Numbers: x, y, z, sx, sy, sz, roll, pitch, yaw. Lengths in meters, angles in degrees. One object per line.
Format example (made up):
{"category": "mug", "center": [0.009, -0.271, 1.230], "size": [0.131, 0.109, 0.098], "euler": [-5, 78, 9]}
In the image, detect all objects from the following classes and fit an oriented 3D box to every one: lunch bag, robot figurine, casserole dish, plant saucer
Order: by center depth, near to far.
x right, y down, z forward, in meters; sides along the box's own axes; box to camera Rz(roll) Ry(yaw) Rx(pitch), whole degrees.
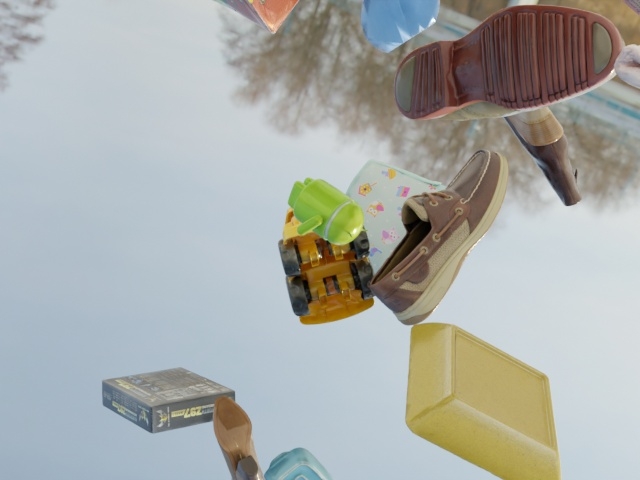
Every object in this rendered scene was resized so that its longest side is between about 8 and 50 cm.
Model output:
{"category": "robot figurine", "center": [0.010, -0.039, 1.328], "size": [0.115, 0.067, 0.101], "euler": [35, -150, 22]}
{"category": "plant saucer", "center": [0.328, 0.303, 1.875], "size": [0.332, 0.081, 0.333], "euler": [28, -151, -8]}
{"category": "casserole dish", "center": [-0.035, 0.499, 1.976], "size": [0.188, 0.114, 0.037], "euler": [53, 176, -32]}
{"category": "lunch bag", "center": [0.159, -0.032, 2.174], "size": [0.223, 0.262, 0.160], "euler": [26, -172, 30]}

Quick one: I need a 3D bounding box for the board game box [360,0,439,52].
{"category": "board game box", "center": [0.145, -0.444, 1.852], "size": [0.033, 0.168, 0.133], "euler": [49, 170, 51]}

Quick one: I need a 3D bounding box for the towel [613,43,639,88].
{"category": "towel", "center": [0.515, -0.141, 1.052], "size": [0.317, 0.053, 0.331], "euler": [27, -161, 32]}

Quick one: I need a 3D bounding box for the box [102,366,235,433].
{"category": "box", "center": [-0.303, 0.312, 1.931], "size": [0.183, 0.059, 0.232], "euler": [-4, -172, -36]}

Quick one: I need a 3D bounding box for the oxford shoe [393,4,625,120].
{"category": "oxford shoe", "center": [0.249, -0.217, 1.225], "size": [0.130, 0.123, 0.348], "euler": [1, -179, -37]}

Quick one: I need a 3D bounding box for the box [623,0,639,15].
{"category": "box", "center": [0.626, -0.439, 1.599], "size": [0.148, 0.127, 0.232], "euler": [39, 169, -3]}

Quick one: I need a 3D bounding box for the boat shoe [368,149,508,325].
{"category": "boat shoe", "center": [0.189, -0.030, 1.592], "size": [0.123, 0.342, 0.123], "euler": [39, 162, -16]}

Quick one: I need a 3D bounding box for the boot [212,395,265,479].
{"category": "boot", "center": [-0.089, 0.241, 1.075], "size": [0.042, 0.087, 0.118], "euler": [-15, -129, -14]}

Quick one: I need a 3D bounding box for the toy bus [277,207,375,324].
{"category": "toy bus", "center": [0.000, 0.000, 1.670], "size": [0.149, 0.220, 0.211], "euler": [-14, -135, -2]}

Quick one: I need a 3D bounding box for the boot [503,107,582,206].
{"category": "boot", "center": [0.402, -0.181, 1.814], "size": [0.090, 0.207, 0.248], "euler": [-24, -161, 6]}

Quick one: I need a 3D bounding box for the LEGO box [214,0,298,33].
{"category": "LEGO box", "center": [-0.072, -0.532, 1.088], "size": [0.372, 0.500, 0.193], "euler": [31, 171, 32]}
